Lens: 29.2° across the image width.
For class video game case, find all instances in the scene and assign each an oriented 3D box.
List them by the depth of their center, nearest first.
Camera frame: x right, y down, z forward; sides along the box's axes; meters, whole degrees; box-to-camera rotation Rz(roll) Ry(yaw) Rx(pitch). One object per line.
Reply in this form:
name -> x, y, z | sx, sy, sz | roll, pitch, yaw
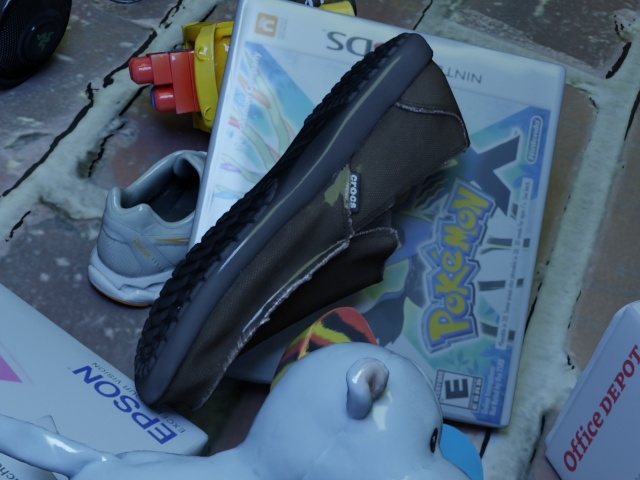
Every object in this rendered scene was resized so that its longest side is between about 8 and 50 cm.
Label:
video game case -> 0.045, -0.026, 1.062 | 0.300, 0.036, 0.329 | 12, 82, -8

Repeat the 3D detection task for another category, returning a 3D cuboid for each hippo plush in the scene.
hippo plush -> -0.017, 0.170, 0.758 | 0.236, 0.234, 0.294 | -35, 75, 1

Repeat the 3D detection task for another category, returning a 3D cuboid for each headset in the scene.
headset -> -0.340, -0.290, 1.263 | 0.394, 0.185, 0.243 | -14, 51, -34

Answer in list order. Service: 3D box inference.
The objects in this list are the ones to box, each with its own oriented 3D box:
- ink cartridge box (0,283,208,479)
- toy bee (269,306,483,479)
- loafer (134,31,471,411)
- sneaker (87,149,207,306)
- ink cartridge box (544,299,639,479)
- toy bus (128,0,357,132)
ink cartridge box -> -0.297, 0.124, 0.868 | 0.324, 0.071, 0.330 | 33, 24, 17
toy bee -> 0.047, 0.200, 0.871 | 0.162, 0.195, 0.298 | -33, 63, -32
loafer -> 0.000, 0.000, 0.965 | 0.130, 0.134, 0.366 | 43, 78, -13
sneaker -> -0.092, -0.040, 1.124 | 0.099, 0.121, 0.262 | 39, 48, 24
ink cartridge box -> 0.318, 0.199, 0.931 | 0.117, 0.207, 0.283 | -12, 50, -26
toy bus -> -0.074, -0.161, 1.188 | 0.211, 0.149, 0.220 | -7, 12, -16
